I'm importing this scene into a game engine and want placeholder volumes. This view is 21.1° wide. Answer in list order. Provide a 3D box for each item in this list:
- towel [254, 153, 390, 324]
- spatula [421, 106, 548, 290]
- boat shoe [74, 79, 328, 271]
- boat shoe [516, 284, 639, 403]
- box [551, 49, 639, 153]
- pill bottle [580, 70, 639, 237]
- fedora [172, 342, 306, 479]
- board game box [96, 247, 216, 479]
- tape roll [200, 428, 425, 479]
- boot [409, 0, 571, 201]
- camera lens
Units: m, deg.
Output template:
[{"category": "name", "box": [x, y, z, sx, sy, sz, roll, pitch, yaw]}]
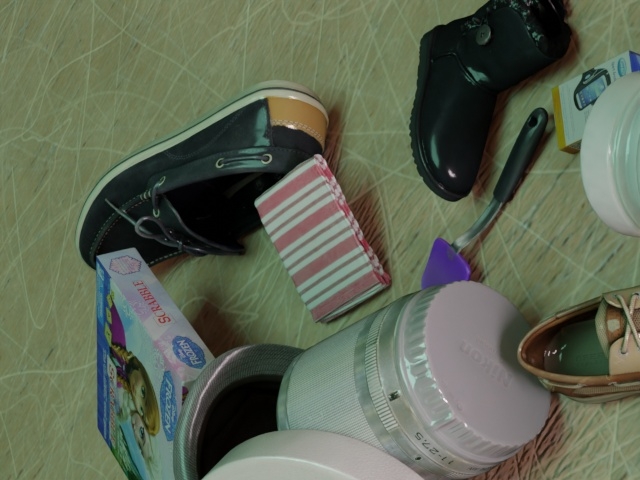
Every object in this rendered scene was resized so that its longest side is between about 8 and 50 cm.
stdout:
[{"category": "towel", "box": [0.000, 0.000, 2.265, 0.144, 0.029, 0.197, -33, 82, 43]}, {"category": "spatula", "box": [0.199, -0.033, 2.085, 0.084, 0.030, 0.296, 48, 116, 44]}, {"category": "boat shoe", "box": [-0.182, -0.052, 2.455, 0.500, 0.187, 0.156, -30, 50, 37]}, {"category": "boat shoe", "box": [0.340, 0.102, 1.795, 0.324, 0.116, 0.123, -27, 59, 45]}, {"category": "box", "box": [0.326, -0.160, 1.971, 0.136, 0.028, 0.081, -24, 60, 43]}, {"category": "pill bottle", "box": [0.451, -0.072, 1.618, 0.408, 0.229, 0.229, 8, 85, 52]}, {"category": "fedora", "box": [-0.073, 0.278, 2.218, 0.124, 0.244, 0.275, 130, 141, -74]}, {"category": "board game box", "box": [-0.230, 0.227, 2.413, 0.318, 0.066, 0.318, 48, 143, 48]}, {"category": "tape roll", "box": [0.009, 0.398, 1.960, 0.392, 0.072, 0.392, 13, 120, 25]}, {"category": "boot", "box": [0.206, -0.191, 2.074, 0.207, 0.094, 0.246, -28, 52, 49]}, {"category": "camera lens", "box": [0.100, 0.186, 1.987, 0.274, 0.219, 0.219, -32, 55, 42]}]
